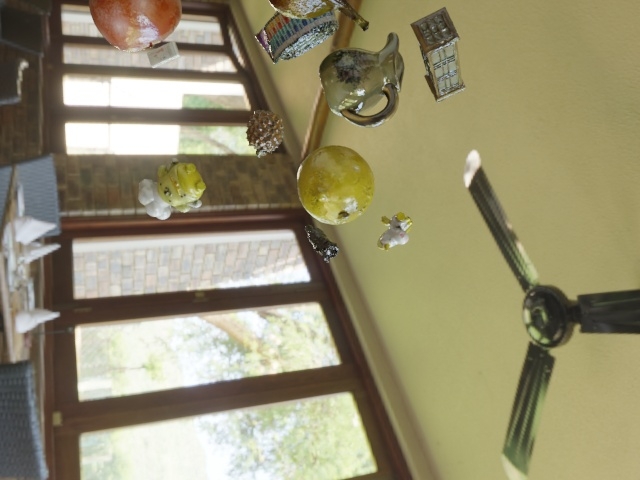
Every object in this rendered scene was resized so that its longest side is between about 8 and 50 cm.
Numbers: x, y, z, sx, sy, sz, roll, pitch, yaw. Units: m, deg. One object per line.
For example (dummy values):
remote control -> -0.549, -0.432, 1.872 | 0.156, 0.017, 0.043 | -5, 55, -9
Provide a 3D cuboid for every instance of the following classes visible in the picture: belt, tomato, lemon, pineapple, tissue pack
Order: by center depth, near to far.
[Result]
lemon -> 0.034, -0.127, 1.357 | 0.206, 0.174, 0.173 | -95, -167, -60
tomato -> -0.555, -0.699, 1.801 | 0.265, 0.265, 0.264 | 177, -90, -69
tissue pack -> -0.540, -0.639, 2.091 | 0.023, 0.108, 0.056 | -9, 80, -80
belt -> -0.078, -0.764, 2.150 | 0.295, 0.207, 0.160 | -18, -81, 53
pineapple -> -0.232, -0.436, 2.513 | 0.166, 0.166, 0.193 | 19, -86, 67

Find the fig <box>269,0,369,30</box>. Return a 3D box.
fig -> -0.002, -0.692, 1.709 | 0.191, 0.290, 0.190 | -37, -134, 51

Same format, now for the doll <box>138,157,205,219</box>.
doll -> -0.295, -0.098, 1.198 | 0.163, 0.062, 0.106 | -22, -80, 36

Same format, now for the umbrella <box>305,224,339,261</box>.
umbrella -> 0.000, 0.000, 2.038 | 0.059, 0.066, 0.235 | 55, -2, -27

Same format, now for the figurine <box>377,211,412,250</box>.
figurine -> 0.298, -0.028, 2.449 | 0.109, 0.130, 0.178 | 54, 43, -46

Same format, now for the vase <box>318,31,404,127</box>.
vase -> 0.167, -0.541, 2.147 | 0.241, 0.303, 0.329 | 56, 20, -65

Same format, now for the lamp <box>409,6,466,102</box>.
lamp -> 0.297, -0.446, 1.503 | 0.089, 0.090, 0.325 | 69, 13, 13
